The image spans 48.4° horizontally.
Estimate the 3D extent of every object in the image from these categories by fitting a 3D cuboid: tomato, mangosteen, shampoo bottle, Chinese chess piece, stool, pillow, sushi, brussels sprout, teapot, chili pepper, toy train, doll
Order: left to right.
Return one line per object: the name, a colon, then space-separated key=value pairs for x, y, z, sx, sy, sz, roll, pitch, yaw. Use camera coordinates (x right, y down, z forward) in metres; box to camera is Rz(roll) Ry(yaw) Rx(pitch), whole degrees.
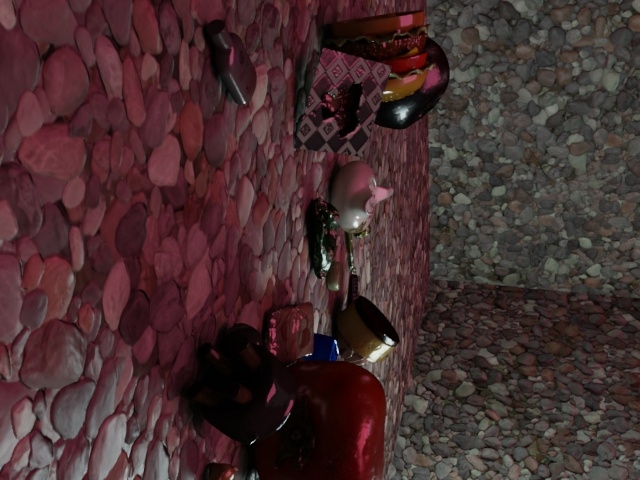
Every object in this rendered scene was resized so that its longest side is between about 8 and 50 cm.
doll: x=-0.177 y=0.438 z=1.280 sx=0.061 sy=0.051 sz=0.093 roll=-33 pitch=129 yaw=-35
shampoo bottle: x=-0.147 y=-0.301 z=1.184 sx=0.165 sy=0.040 sz=0.080 roll=65 pitch=35 yaw=-63
stool: x=-0.146 y=0.234 z=1.210 sx=0.153 sy=0.228 sz=0.139 roll=-42 pitch=131 yaw=-3
pillow: x=-0.071 y=0.212 z=1.608 sx=0.248 sy=0.049 sz=0.135 roll=-4 pitch=98 yaw=-71
toy train: x=0.003 y=0.342 z=1.836 sx=0.204 sy=0.083 sz=0.131 roll=78 pitch=23 yaw=-52
chili pepper: x=0.003 y=0.000 z=1.795 sx=0.108 sy=0.062 sz=0.216 roll=-43 pitch=136 yaw=-59
tomato: x=0.004 y=0.419 z=1.519 sx=0.290 sy=0.293 sz=0.325 roll=27 pitch=59 yaw=-61
Chinese chess piece: x=0.041 y=0.101 z=2.012 sx=0.084 sy=0.034 sz=0.084 roll=5 pitch=90 yaw=-77
sushi: x=0.041 y=-0.319 z=1.657 sx=0.220 sy=0.047 sz=0.231 roll=2 pitch=114 yaw=-41
teapot: x=0.111 y=-0.125 z=2.003 sx=0.298 sy=0.139 sz=0.204 roll=-48 pitch=138 yaw=-65
brussels sprout: x=0.134 y=-0.034 z=2.286 sx=0.083 sy=0.046 sz=0.051 roll=-27 pitch=114 yaw=-71
mangosteen: x=0.216 y=-0.475 z=2.071 sx=0.300 sy=0.300 sz=0.300 roll=5 pitch=90 yaw=-75

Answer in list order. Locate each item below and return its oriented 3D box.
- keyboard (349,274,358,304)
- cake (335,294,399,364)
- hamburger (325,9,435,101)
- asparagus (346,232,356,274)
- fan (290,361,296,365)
keyboard: x=0.108 y=0.302 z=2.301 sx=0.103 sy=0.041 sz=0.381 roll=0 pitch=95 yaw=-74
cake: x=0.114 y=0.286 z=2.125 sx=0.208 sy=0.178 sz=0.185 roll=38 pitch=16 yaw=-54
hamburger: x=0.151 y=-0.457 z=1.796 sx=0.274 sy=0.275 sz=0.212 roll=-51 pitch=136 yaw=-64
asparagus: x=0.092 y=0.017 z=2.191 sx=0.024 sy=0.025 sz=0.248 roll=48 pitch=-26 yaw=46
fan: x=-0.055 y=0.257 z=1.754 sx=0.175 sy=0.005 sz=0.113 roll=35 pitch=62 yaw=-72
